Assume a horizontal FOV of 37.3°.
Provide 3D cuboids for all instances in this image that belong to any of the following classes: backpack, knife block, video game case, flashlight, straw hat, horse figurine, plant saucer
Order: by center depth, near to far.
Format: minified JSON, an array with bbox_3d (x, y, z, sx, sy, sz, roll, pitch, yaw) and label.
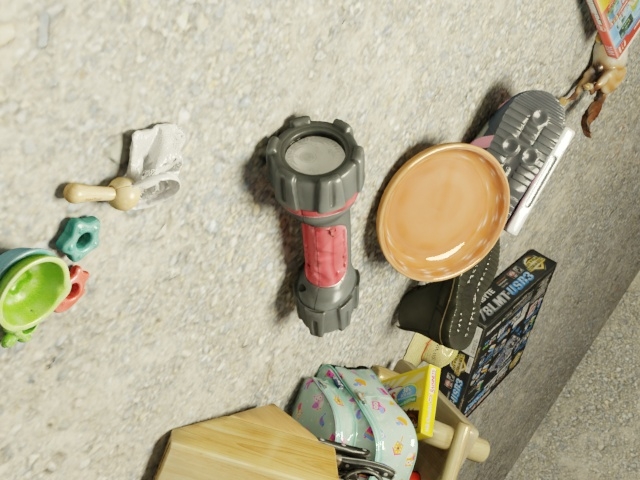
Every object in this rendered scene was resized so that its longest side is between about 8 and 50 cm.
[{"bbox_3d":[0.000,0.000,1.061,0.103,0.103,0.304,-20,143,-13],"label":"flashlight"},{"bbox_3d":[-0.032,0.308,1.149,0.276,0.242,0.088,-2,120,-53],"label":"knife block"},{"bbox_3d":[0.162,-0.040,1.280,0.200,0.037,0.200,-10,117,-20],"label":"plant saucer"},{"bbox_3d":[0.040,0.281,1.332,0.144,0.188,0.166,5,116,-42],"label":"backpack"},{"bbox_3d":[0.466,-0.431,1.428,0.204,0.025,0.285,-56,143,-5],"label":"video game case"},{"bbox_3d":[0.307,-0.102,1.450,0.173,0.022,0.190,-61,-169,7],"label":"video game case"},{"bbox_3d":[0.484,-0.312,1.603,0.174,0.066,0.263,-22,131,-46],"label":"horse figurine"},{"bbox_3d":[0.210,0.190,1.674,0.144,0.061,0.144,-40,149,-31],"label":"straw hat"}]

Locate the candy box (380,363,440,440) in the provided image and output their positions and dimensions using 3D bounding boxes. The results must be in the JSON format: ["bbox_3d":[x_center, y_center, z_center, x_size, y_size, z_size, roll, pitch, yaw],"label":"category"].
[{"bbox_3d":[0.102,0.257,1.417,0.206,0.027,0.105,-31,-141,51],"label":"candy box"}]

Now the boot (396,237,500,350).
[{"bbox_3d":[0.188,0.060,1.457,0.077,0.137,0.198,28,79,-36],"label":"boot"}]

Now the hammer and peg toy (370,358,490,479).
[{"bbox_3d":[0.145,0.355,1.433,0.127,0.361,0.266,25,97,-25],"label":"hammer and peg toy"}]

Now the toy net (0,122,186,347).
[{"bbox_3d":[-0.182,-0.004,0.796,0.232,0.045,0.122,-45,151,-25],"label":"toy net"}]

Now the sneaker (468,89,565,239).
[{"bbox_3d":[0.237,-0.079,1.390,0.319,0.112,0.131,-51,-176,9],"label":"sneaker"}]

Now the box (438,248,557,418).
[{"bbox_3d":[0.346,0.200,1.912,0.295,0.073,0.293,-33,145,-42],"label":"box"}]
